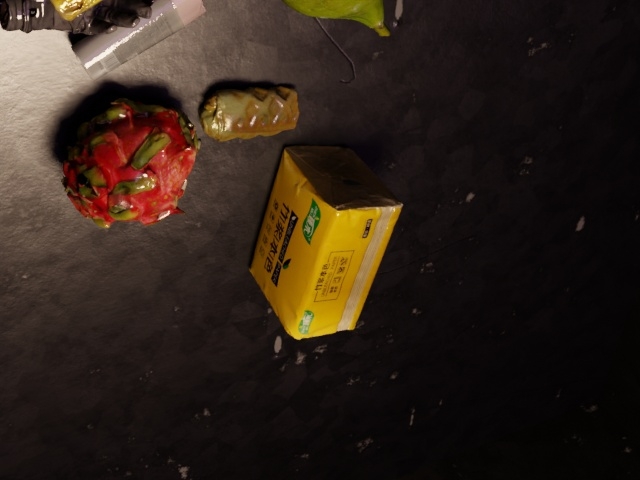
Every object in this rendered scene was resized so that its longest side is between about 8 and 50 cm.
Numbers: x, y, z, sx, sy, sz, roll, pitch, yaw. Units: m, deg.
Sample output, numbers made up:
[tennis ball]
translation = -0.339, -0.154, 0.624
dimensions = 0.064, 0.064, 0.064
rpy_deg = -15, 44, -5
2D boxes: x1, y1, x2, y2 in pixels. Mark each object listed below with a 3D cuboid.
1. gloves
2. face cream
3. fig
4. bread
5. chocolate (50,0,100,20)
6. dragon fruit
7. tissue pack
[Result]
[gloves]
translation = -0.452, -0.442, 1.647
dimensions = 0.285, 0.119, 0.142
rpy_deg = -1, 130, -13
[face cream]
translation = -0.353, -0.415, 1.752
dimensions = 0.269, 0.073, 0.107
rpy_deg = -32, 167, -3
[fig]
translation = 0.011, -0.521, 1.803
dimensions = 0.233, 0.233, 0.314
rpy_deg = -29, 145, -9
[bread]
translation = -0.156, -0.277, 1.994
dimensions = 0.232, 0.088, 0.128
rpy_deg = -7, 137, -34
[chocolate]
translation = -0.285, -0.536, 1.554
dimensions = 0.445, 0.162, 0.162
rpy_deg = -37, 136, 0
[dragon fruit]
translation = -0.385, -0.161, 1.845
dimensions = 0.302, 0.237, 0.231
rpy_deg = -43, 158, -9
[tissue pack]
translation = 0.000, 0.000, 2.166
dimensions = 0.228, 0.293, 0.382
rpy_deg = -1, 126, -31
